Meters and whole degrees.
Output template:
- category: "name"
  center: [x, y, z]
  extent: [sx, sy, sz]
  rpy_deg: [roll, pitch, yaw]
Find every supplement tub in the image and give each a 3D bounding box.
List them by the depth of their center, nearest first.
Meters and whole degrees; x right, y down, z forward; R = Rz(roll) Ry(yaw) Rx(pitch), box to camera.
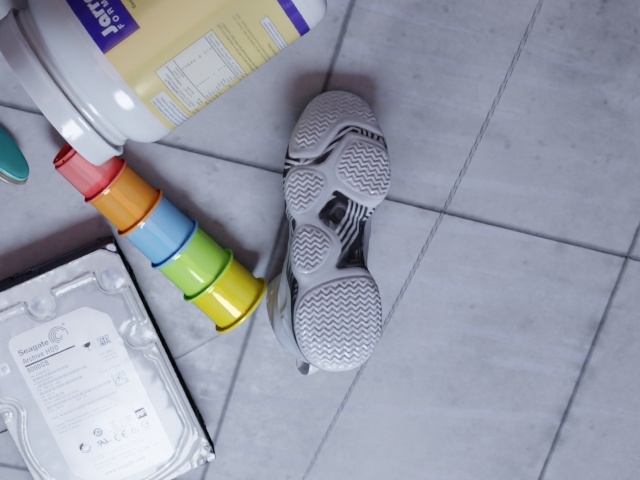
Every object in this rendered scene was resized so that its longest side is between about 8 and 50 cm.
- category: "supplement tub"
  center: [-0.185, -0.264, 1.594]
  extent: [0.331, 0.241, 0.241]
  rpy_deg: [-36, 113, 3]

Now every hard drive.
- category: "hard drive"
  center: [-0.310, 0.189, 1.821]
  extent: [0.237, 0.064, 0.339]
  rpy_deg: [-23, 107, -3]

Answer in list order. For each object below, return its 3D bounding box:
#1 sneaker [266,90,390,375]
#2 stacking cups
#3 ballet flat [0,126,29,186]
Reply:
- category: "sneaker"
  center: [0.000, 0.000, 1.794]
  extent: [0.137, 0.210, 0.366]
  rpy_deg: [4, 75, -13]
- category: "stacking cups"
  center: [-0.214, -0.009, 1.770]
  extent: [0.316, 0.096, 0.096]
  rpy_deg: [41, 98, -20]
- category: "ballet flat"
  center: [-0.450, -0.140, 1.693]
  extent: [0.068, 0.072, 0.213]
  rpy_deg: [-29, 116, 30]
